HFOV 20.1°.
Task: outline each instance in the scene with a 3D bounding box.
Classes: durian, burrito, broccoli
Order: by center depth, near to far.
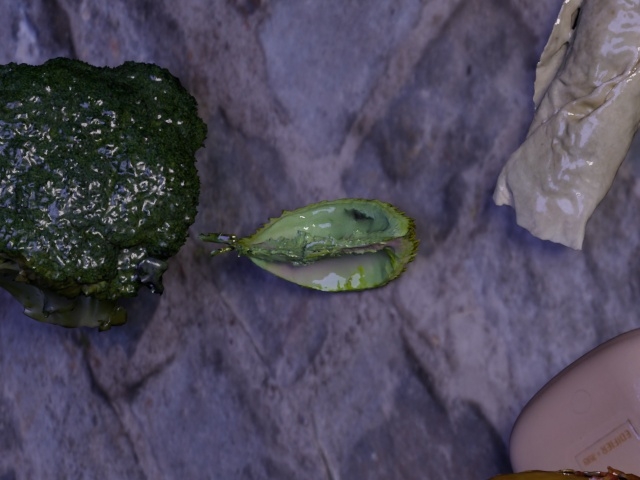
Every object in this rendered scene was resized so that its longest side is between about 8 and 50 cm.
[{"bbox_3d":[0.252,-0.185,1.495,0.117,0.076,0.392,30,103,33],"label":"burrito"},{"bbox_3d":[0.000,0.000,1.637,0.215,0.100,0.086,-5,80,27],"label":"durian"},{"bbox_3d":[-0.257,-0.044,1.731,0.321,0.304,0.283,10,136,14],"label":"broccoli"}]

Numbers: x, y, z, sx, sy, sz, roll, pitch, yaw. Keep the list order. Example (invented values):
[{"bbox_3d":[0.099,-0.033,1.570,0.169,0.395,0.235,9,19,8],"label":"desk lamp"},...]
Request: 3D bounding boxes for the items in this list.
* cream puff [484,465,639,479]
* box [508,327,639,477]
[{"bbox_3d":[0.158,0.329,1.350,0.350,0.350,0.228,-40,39,25],"label":"cream puff"},{"bbox_3d":[0.246,0.158,1.462,0.200,0.088,0.146,-40,66,26],"label":"box"}]
